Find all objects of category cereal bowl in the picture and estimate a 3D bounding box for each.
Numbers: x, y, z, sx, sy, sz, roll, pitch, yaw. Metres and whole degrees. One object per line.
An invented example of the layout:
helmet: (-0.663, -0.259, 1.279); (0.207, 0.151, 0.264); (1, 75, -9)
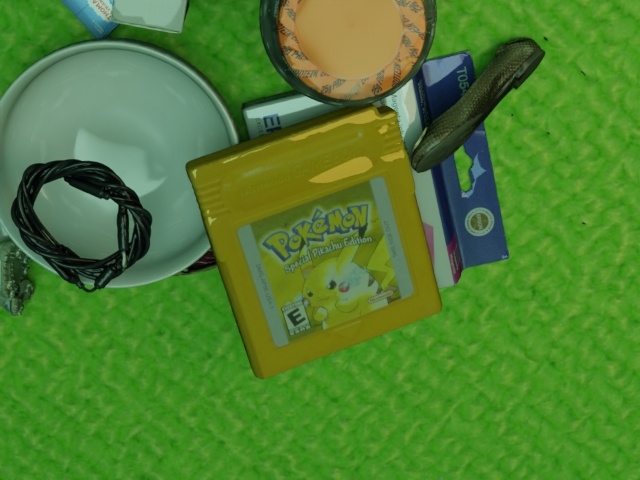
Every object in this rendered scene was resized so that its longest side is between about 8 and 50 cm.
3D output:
cereal bowl: (-0.273, -0.113, 1.487); (0.339, 0.141, 0.338); (-1, 108, -2)

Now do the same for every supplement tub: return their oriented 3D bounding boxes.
supplement tub: (0.029, -0.281, 1.340); (0.207, 0.338, 0.207); (-1, 107, -2)

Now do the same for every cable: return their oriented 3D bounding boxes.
cable: (-0.309, -0.029, 1.416); (0.151, 0.047, 0.184); (-36, 105, 10)

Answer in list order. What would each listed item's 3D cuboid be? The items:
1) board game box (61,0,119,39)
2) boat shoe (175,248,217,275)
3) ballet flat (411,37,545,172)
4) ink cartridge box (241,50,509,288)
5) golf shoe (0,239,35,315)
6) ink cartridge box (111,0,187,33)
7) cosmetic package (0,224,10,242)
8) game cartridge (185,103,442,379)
board game box: (-0.271, -0.393, 1.449); (0.211, 0.039, 0.160); (-40, 106, 9)
boat shoe: (-0.200, 0.027, 1.585); (0.135, 0.045, 0.050); (-14, 108, 3)
ballet flat: (0.205, -0.190, 1.494); (0.058, 0.084, 0.250); (43, 82, 13)
ink cartridge box: (0.086, -0.075, 1.552); (0.330, 0.071, 0.324); (-13, 108, 4)
golf shoe: (-0.453, 0.046, 1.534); (0.086, 0.069, 0.176); (25, 147, 2)
ink cartridge box: (-0.196, -0.345, 1.338); (0.087, 0.208, 0.153); (9, 109, -8)
cosmetic package: (-0.518, -0.099, 1.504); (0.127, 0.107, 0.238); (-23, 111, 8)
game cartridge: (0.000, 0.000, 1.468); (0.285, 0.052, 0.323); (-20, 116, -9)
